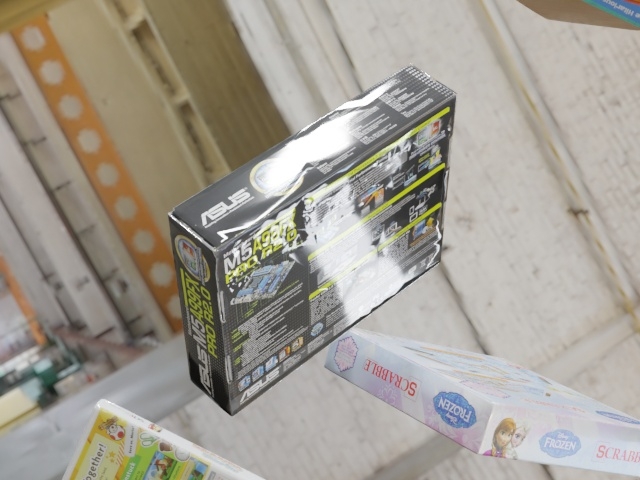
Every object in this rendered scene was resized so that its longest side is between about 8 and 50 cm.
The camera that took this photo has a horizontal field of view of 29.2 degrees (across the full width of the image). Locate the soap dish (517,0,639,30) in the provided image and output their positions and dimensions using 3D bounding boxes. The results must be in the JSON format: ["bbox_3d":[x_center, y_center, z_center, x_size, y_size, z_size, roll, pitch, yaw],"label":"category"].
[{"bbox_3d":[0.351,-0.348,1.318,0.118,0.291,0.229,51,-11,-27],"label":"soap dish"}]

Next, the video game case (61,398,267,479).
[{"bbox_3d":[-0.169,0.296,1.212,0.206,0.227,0.026,26,17,2],"label":"video game case"}]

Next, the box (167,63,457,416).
[{"bbox_3d":[0.000,0.000,1.058,0.060,0.270,0.216,37,-32,31],"label":"box"}]

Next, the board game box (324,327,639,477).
[{"bbox_3d":[0.220,0.203,1.562,0.318,0.319,0.066,22,-83,55],"label":"board game box"}]

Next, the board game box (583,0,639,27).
[{"bbox_3d":[0.270,-0.280,1.035,0.160,0.047,0.210,27,-30,10],"label":"board game box"}]
